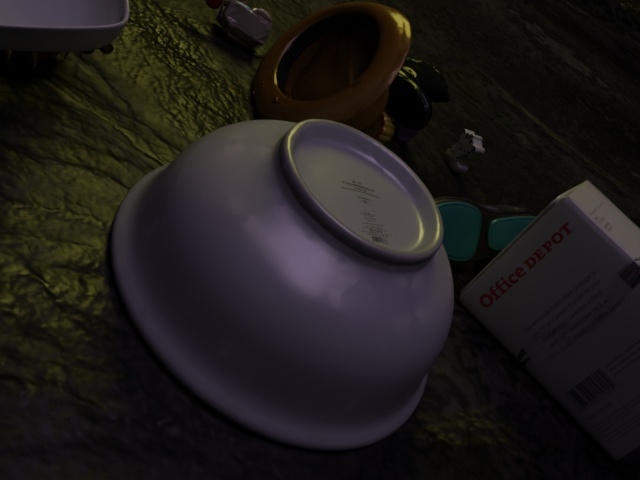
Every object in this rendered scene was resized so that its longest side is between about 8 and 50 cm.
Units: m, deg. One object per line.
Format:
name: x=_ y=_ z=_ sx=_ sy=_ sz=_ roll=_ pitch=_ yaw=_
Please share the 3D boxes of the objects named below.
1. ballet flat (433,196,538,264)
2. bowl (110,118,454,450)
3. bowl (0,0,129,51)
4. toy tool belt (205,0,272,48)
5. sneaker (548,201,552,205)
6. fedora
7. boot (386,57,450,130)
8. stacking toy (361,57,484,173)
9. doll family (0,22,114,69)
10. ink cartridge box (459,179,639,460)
ballet flat: x=0.155 y=-0.011 z=0.836 sx=0.203 sy=0.074 sz=0.074 roll=2 pitch=49 yaw=-38
bowl: x=0.000 y=0.000 z=0.614 sx=0.298 sy=0.134 sz=0.297 roll=24 pitch=36 yaw=-20
bowl: x=-0.226 y=-0.198 z=0.596 sx=0.142 sy=0.053 sz=0.142 roll=-7 pitch=64 yaw=-28
toy tool belt: x=-0.097 y=-0.257 z=0.900 sx=0.083 sy=0.052 sz=0.051 roll=30 pitch=4 yaw=-19
sneaker: x=0.363 y=0.008 z=1.024 sx=0.161 sy=0.057 sz=0.075 roll=27 pitch=53 yaw=-20
fedora: x=0.020 y=-0.172 z=0.842 sx=0.079 sy=0.194 sz=0.194 roll=58 pitch=14 yaw=-46
boot: x=0.112 y=-0.171 z=0.904 sx=0.099 sy=0.045 sz=0.121 roll=-4 pitch=46 yaw=-43
stacking toy: x=0.097 y=-0.183 z=0.985 sx=0.167 sy=0.052 sz=0.221 roll=11 pitch=43 yaw=-35
doll family: x=-0.249 y=-0.213 z=0.673 sx=0.193 sy=0.076 sz=0.111 roll=49 pitch=54 yaw=6
ink cartridge box: x=0.271 y=0.073 z=0.757 sx=0.219 sy=0.160 sz=0.093 roll=48 pitch=34 yaw=11
